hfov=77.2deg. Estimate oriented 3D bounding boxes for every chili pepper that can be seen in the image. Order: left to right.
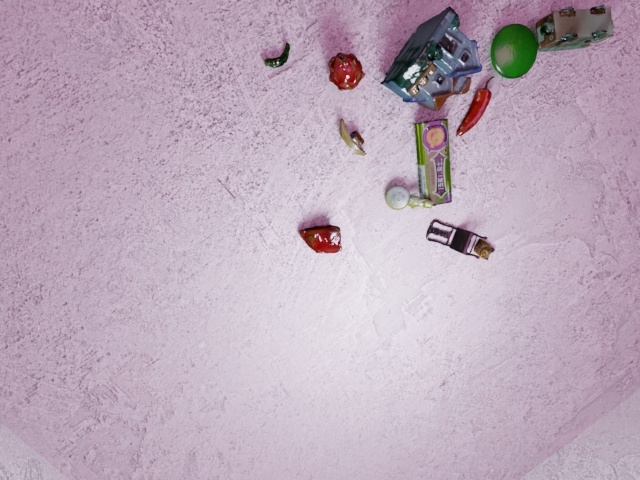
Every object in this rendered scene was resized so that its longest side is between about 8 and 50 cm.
[{"bbox_3d":[-0.150,-0.672,1.478,0.118,0.035,0.055,-36,125,2],"label":"chili pepper"},{"bbox_3d":[0.650,-0.550,1.666,0.063,0.071,0.272,8,111,-54],"label":"chili pepper"}]

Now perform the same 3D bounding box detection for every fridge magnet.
[{"bbox_3d":[0.781,-0.765,1.628,0.208,0.088,0.208,-3,103,-12],"label":"fridge magnet"}]

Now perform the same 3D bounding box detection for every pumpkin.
[{"bbox_3d":[0.747,0.041,1.845,0.101,0.035,0.073,37,82,-14],"label":"pumpkin"}]

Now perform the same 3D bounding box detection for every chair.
[{"bbox_3d":[0.593,-0.007,1.762,0.229,0.113,0.106,16,98,-19],"label":"chair"}]

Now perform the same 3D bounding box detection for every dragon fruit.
[{"bbox_3d":[0.000,0.002,1.630,0.161,0.127,0.120,-6,97,-11],"label":"dragon fruit"},{"bbox_3d":[0.091,-0.620,1.477,0.136,0.166,0.133,3,83,16],"label":"dragon fruit"}]

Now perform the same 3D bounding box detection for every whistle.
[{"bbox_3d":[0.367,-0.170,1.666,0.198,0.057,0.104,12,106,11],"label":"whistle"}]

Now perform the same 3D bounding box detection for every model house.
[{"bbox_3d":[0.458,-0.627,1.522,0.329,0.252,0.295,32,95,-23],"label":"model house"}]

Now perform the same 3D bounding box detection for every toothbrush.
[{"bbox_3d":[-0.363,-0.198,1.559,0.006,0.008,0.097,-36,109,13],"label":"toothbrush"}]

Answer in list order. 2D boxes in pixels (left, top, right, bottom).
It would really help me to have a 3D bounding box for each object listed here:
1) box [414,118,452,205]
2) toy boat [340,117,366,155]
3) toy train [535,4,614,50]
[{"bbox_3d":[0.469,-0.320,1.666,0.134,0.097,0.345,-9,105,-1],"label":"box"},{"bbox_3d":[0.125,-0.405,1.586,0.066,0.065,0.172,-37,114,12],"label":"toy boat"},{"bbox_3d":[1.008,-0.849,1.614,0.326,0.159,0.129,-12,93,-14],"label":"toy train"}]
